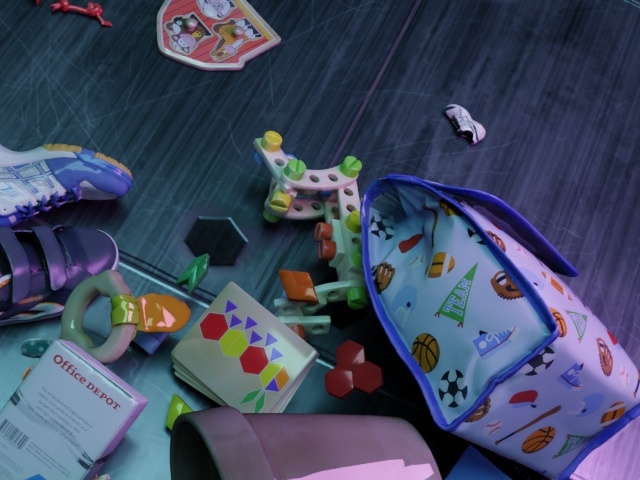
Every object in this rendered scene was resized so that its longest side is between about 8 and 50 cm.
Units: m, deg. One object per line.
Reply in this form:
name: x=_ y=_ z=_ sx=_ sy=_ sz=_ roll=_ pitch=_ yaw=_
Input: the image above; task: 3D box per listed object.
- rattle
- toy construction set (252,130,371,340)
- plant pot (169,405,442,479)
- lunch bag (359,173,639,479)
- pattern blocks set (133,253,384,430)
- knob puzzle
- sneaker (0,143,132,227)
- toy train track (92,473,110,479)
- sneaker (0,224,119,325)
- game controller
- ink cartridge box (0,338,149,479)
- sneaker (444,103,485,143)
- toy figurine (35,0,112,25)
rattle: x=-0.304 y=0.134 z=1.676 sx=0.130 sy=0.200 sz=0.143 roll=47 pitch=21 yaw=15
toy construction set: x=0.000 y=0.000 z=1.791 sx=0.215 sy=0.151 sz=0.328 roll=11 pitch=61 yaw=-22
plant pot: x=-0.008 y=0.339 z=1.487 sx=0.280 sy=0.323 sz=0.323 roll=-12 pitch=64 yaw=-22
lunch bag: x=0.236 y=0.094 z=1.660 sx=0.239 sy=0.328 sz=0.385 roll=-43 pitch=47 yaw=12
pattern blocks set: x=-0.102 y=0.164 z=1.672 sx=0.285 sy=0.026 sz=0.325 roll=-43 pitch=68 yaw=-3
knob puzzle: x=-0.190 y=-0.362 z=2.031 sx=0.213 sy=0.030 sz=0.213 roll=7 pitch=59 yaw=-11
sneaker: x=-0.426 y=-0.069 z=1.760 sx=0.296 sy=0.112 sz=0.131 roll=4 pitch=66 yaw=-2
toy train track: x=-0.297 y=0.338 z=1.594 sx=0.048 sy=0.014 sz=0.083 roll=-15 pitch=72 yaw=-22
sneaker: x=-0.424 y=0.045 z=1.671 sx=0.321 sy=0.127 sz=0.126 roll=-21 pitch=66 yaw=-26
game controller: x=0.195 y=0.380 z=1.666 sx=0.166 sy=0.067 sz=0.319 roll=36 pitch=58 yaw=8
ink cartridge box: x=-0.335 y=0.243 z=1.553 sx=0.139 sy=0.082 sz=0.191 roll=36 pitch=86 yaw=8
sneaker: x=0.240 y=-0.197 z=2.044 sx=0.083 sy=0.032 sz=0.037 roll=40 pitch=58 yaw=11
toy figurine: x=-0.354 y=-0.564 z=1.998 sx=0.191 sy=0.217 sz=0.362 roll=25 pitch=57 yaw=1
